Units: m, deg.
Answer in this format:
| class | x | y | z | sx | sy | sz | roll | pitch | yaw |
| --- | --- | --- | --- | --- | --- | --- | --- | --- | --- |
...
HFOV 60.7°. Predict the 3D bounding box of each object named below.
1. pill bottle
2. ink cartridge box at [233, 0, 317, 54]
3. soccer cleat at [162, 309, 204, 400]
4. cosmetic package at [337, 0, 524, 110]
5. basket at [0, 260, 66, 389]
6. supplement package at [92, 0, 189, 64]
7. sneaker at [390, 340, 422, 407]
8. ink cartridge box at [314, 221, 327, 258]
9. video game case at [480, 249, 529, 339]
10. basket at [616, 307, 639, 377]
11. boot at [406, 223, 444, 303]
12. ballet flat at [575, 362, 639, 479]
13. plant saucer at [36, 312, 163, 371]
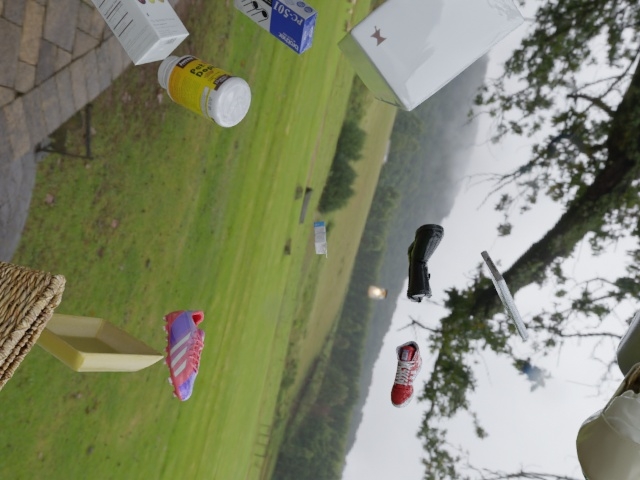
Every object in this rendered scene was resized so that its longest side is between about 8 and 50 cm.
| class | x | y | z | sx | sy | sz | roll | pitch | yaw |
| --- | --- | --- | --- | --- | --- | --- | --- | --- | --- |
| pill bottle | -0.274 | -0.354 | 1.270 | 0.117 | 0.215 | 0.117 | -45 | 152 | -32 |
| ink cartridge box | -0.103 | -0.515 | 1.214 | 0.046 | 0.207 | 0.097 | -44 | 167 | -28 |
| soccer cleat | -0.294 | 0.242 | 1.205 | 0.248 | 0.095 | 0.083 | -118 | -160 | -53 |
| cosmetic package | 0.175 | -0.390 | 1.041 | 0.230 | 0.161 | 0.453 | -36 | -166 | 10 |
| basket | -0.664 | 0.217 | 1.140 | 0.213 | 0.223 | 0.299 | 85 | 21 | -50 |
| supplement package | -0.525 | -0.655 | 1.574 | 0.134 | 0.244 | 0.139 | -28 | -170 | 35 |
| sneaker | 0.148 | 0.231 | 0.963 | 0.118 | 0.042 | 0.067 | -58 | 143 | -43 |
| ink cartridge box | 0.000 | 0.000 | 1.367 | 0.048 | 0.028 | 0.083 | 82 | 4 | -54 |
| video game case | 0.534 | 0.156 | 1.592 | 0.212 | 0.023 | 0.193 | 60 | 13 | -20 |
| basket | 0.571 | 0.170 | 0.865 | 0.227 | 0.154 | 0.204 | 65 | 9 | -63 |
| boot | 0.351 | 0.083 | 1.834 | 0.246 | 0.094 | 0.207 | 110 | -15 | -62 |
| ballet flat | 0.334 | 0.185 | 0.574 | 0.248 | 0.086 | 0.086 | -10 | 115 | -53 |
| plant saucer | -0.718 | 0.324 | 1.702 | 0.333 | 0.332 | 0.081 | 24 | 87 | -59 |
